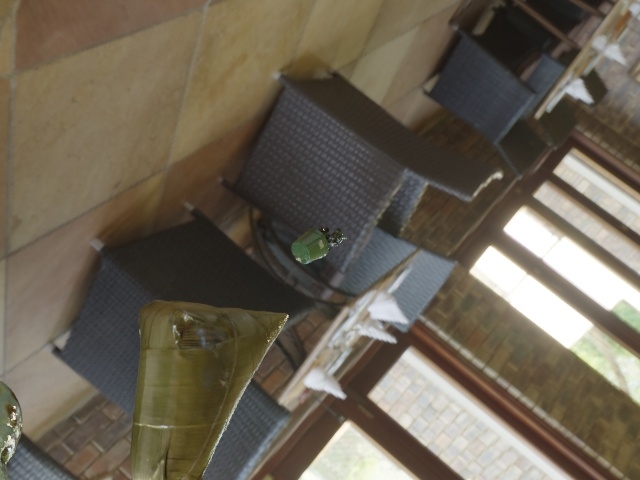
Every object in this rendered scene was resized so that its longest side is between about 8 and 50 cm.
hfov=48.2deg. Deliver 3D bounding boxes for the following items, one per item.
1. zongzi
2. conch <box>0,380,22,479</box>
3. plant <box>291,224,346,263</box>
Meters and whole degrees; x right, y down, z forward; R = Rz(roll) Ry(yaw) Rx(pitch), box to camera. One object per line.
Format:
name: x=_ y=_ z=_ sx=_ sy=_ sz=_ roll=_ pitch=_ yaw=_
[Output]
zongzi: x=-0.152 y=0.237 z=1.107 sx=0.300 sy=0.145 sz=0.274 roll=12 pitch=80 yaw=-52
conch: x=-0.574 y=0.325 z=1.103 sx=0.368 sy=0.197 sz=0.249 roll=-8 pitch=-111 yaw=63
plant: x=0.000 y=0.000 z=1.171 sx=0.102 sy=0.051 sz=0.051 roll=-30 pitch=157 yaw=-42
